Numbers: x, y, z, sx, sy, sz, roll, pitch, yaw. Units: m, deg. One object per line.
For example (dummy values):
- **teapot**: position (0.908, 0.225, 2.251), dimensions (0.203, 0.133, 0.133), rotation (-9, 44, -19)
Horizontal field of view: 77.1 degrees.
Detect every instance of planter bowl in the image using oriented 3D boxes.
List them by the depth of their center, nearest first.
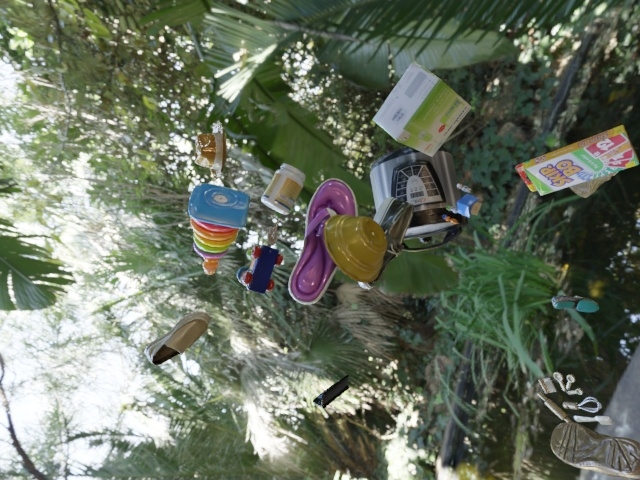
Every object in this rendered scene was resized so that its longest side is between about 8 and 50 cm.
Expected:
- **planter bowl**: position (0.120, 0.000, 1.116), dimensions (0.090, 0.217, 0.217), rotation (-37, 11, 38)

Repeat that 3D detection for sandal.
- **sandal**: position (0.015, 0.004, 1.265), dimensions (0.102, 0.169, 0.416), rotation (64, -139, -85)

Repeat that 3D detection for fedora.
- **fedora**: position (-0.355, -0.284, 1.270), dimensions (0.079, 0.194, 0.194), rotation (0, -69, -27)

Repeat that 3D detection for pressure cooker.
- **pressure cooker**: position (0.424, -0.164, 1.737), dimensions (0.370, 0.375, 0.421), rotation (-21, 75, 60)

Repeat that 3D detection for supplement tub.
- **supplement tub**: position (-0.166, -0.234, 1.831), dimensions (0.200, 0.144, 0.144), rotation (-62, -17, -4)

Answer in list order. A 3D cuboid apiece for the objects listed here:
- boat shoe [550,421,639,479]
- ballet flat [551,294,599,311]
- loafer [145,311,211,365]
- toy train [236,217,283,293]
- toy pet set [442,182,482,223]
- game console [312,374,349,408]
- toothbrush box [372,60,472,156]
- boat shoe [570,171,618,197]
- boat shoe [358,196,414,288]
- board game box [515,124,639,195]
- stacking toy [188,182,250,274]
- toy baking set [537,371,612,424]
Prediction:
- **boat shoe**: position (0.814, 0.614, 1.148), dimensions (0.123, 0.123, 0.342), rotation (-62, 1, -21)
- **ballet flat**: position (0.646, 0.156, 1.024), dimensions (0.041, 0.114, 0.041), rotation (-175, 90, -89)
- **loafer**: position (-0.509, 0.363, 1.457), dimensions (0.268, 0.092, 0.102), rotation (-37, -53, 0)
- **toy train**: position (-0.198, 0.044, 1.342), dimensions (0.105, 0.143, 0.248), rotation (22, -98, -32)
- **toy pet set**: position (0.414, -0.107, 1.206), dimensions (0.065, 0.114, 0.122), rotation (8, -71, -36)
- **game console**: position (0.034, 0.510, 1.381), dimensions (0.122, 0.107, 0.071), rotation (-27, -78, -31)
- **toothbrush box**: position (0.330, -0.407, 1.285), dimensions (0.283, 0.122, 0.206), rotation (1, -48, -54)
- **boat shoe**: position (0.897, -0.255, 1.286), dimensions (0.110, 0.122, 0.341), rotation (-38, -21, 3)
- **boat shoe**: position (0.222, 0.008, 1.358), dimensions (0.121, 0.119, 0.335), rotation (28, -102, -48)
- **board game box**: position (0.679, -0.203, 1.080), dimensions (0.124, 0.259, 0.039), rotation (39, -127, -29)
- **stacking toy**: position (-0.324, -0.010, 1.223), dimensions (0.175, 0.165, 0.302), rotation (-94, 20, -50)
- **toy baking set**: position (0.974, 0.632, 1.566), dimensions (0.030, 0.256, 0.197), rotation (-16, -41, -30)
